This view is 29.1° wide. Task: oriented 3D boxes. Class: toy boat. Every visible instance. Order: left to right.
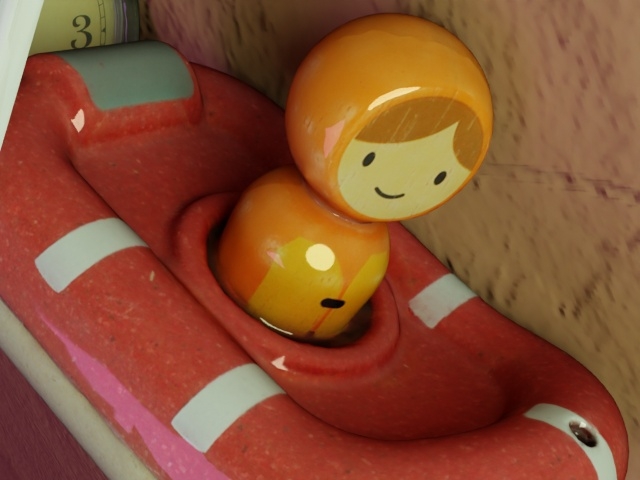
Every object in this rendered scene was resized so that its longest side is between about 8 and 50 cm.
[{"bbox_3d":[0.000,0.000,0.374,0.231,0.151,0.151,44,124,18],"label":"toy boat"}]

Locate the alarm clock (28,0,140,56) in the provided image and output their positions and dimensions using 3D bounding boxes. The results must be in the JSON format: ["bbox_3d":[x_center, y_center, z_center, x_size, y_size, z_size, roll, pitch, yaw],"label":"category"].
[{"bbox_3d":[-0.137,-0.100,0.472,0.064,0.129,0.192,30,121,44],"label":"alarm clock"}]

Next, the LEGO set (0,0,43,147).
[{"bbox_3d":[-0.112,-0.156,0.343,0.182,0.060,0.244,36,119,26],"label":"LEGO set"}]
